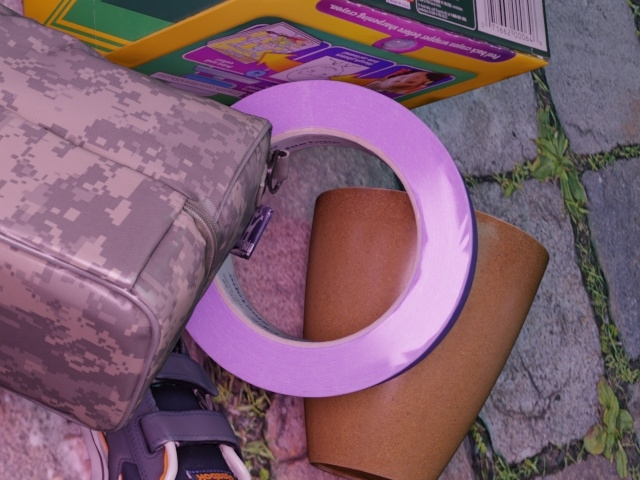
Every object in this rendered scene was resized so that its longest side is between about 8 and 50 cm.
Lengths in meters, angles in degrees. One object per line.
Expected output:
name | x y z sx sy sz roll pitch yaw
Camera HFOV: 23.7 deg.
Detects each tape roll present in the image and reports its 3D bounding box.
tape roll | 0.000 0.000 1.349 0.090 0.275 0.274 25 52 -81

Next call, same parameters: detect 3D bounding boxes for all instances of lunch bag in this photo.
lunch bag | -0.200 -0.041 1.133 0.305 0.212 0.256 26 54 1

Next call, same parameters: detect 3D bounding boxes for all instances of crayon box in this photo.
crayon box | -0.027 -0.194 1.368 0.363 0.313 0.106 8 74 -47

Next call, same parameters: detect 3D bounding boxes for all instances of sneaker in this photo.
sneaker | -0.129 0.164 1.274 0.126 0.127 0.321 6 70 -46

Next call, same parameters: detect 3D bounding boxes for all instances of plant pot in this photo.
plant pot | 0.077 0.107 1.470 0.237 0.237 0.254 28 71 -39
